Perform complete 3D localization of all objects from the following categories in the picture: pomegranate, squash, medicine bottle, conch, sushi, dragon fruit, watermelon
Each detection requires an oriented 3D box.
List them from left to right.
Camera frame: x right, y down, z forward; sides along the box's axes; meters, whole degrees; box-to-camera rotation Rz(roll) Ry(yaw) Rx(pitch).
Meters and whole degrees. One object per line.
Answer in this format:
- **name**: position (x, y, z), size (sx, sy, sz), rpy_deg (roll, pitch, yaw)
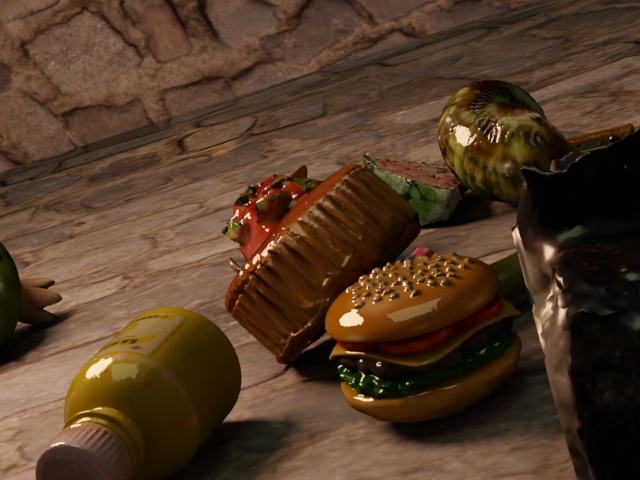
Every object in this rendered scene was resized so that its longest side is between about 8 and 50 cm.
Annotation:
- **pomegranate**: position (-0.435, 0.072, 1.703), size (0.225, 0.187, 0.187), rpy_deg (6, -7, -44)
- **medicine bottle**: position (-0.156, 0.147, 1.127), size (0.121, 0.122, 0.212), rpy_deg (-12, 15, 23)
- **dragon fruit**: position (0.001, 0.000, 1.494), size (0.235, 0.135, 0.137), rpy_deg (14, 30, 27)
- **watermelon**: position (0.134, -0.057, 1.650), size (0.139, 0.071, 0.187), rpy_deg (-7, 19, -30)
- **conch**: position (0.222, -0.106, 1.585), size (0.124, 0.187, 0.181), rpy_deg (-55, -10, 15)
- **squash**: position (0.194, 0.031, 1.259), size (0.183, 0.052, 0.052), rpy_deg (-25, 16, -19)
- **sushi**: position (0.235, 0.034, 0.856), size (0.207, 0.234, 0.348), rpy_deg (-13, 19, 16)

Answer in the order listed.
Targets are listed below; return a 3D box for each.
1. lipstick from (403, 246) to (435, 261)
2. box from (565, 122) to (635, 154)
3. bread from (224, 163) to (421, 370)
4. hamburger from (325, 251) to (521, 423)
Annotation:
- **lipstick**: position (0.076, 0.056, 1.342), size (0.053, 0.053, 0.234), rpy_deg (-13, 11, 22)
- **box**: position (0.308, -0.108, 1.684), size (0.156, 0.022, 0.089), rpy_deg (-12, 17, 24)
- **bread**: position (-0.002, 0.019, 1.285), size (0.199, 0.104, 0.199), rpy_deg (-47, -6, -7)
- **hamburger**: position (0.083, 0.077, 1.096), size (0.162, 0.115, 0.162), rpy_deg (-16, 15, 5)
